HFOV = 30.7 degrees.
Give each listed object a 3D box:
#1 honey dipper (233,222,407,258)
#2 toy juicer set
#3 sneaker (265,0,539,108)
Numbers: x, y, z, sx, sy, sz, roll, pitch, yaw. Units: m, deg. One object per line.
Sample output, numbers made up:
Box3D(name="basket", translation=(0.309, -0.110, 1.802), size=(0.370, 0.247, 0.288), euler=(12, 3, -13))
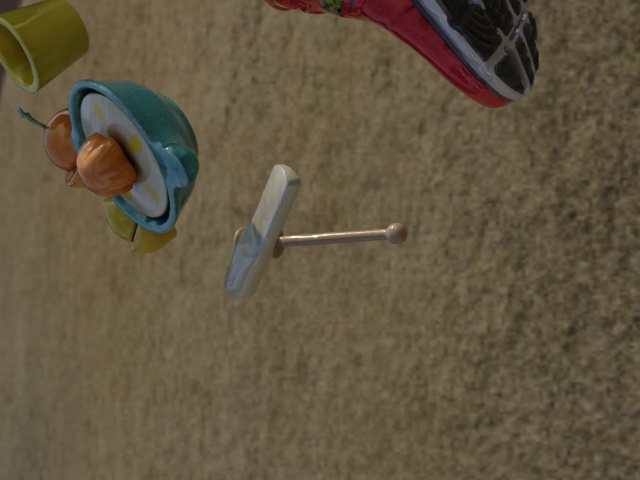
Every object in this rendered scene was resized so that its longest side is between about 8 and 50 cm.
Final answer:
Box3D(name="honey dipper", translation=(0.000, 0.000, 0.998), size=(0.160, 0.030, 0.030), euler=(-2, 87, 28))
Box3D(name="toy juicer set", translation=(-0.148, -0.042, 0.938), size=(0.329, 0.089, 0.209), euler=(37, 147, 30))
Box3D(name="sneaker", translation=(0.019, -0.178, 0.735), size=(0.118, 0.279, 0.107), euler=(-46, 4, 44))
